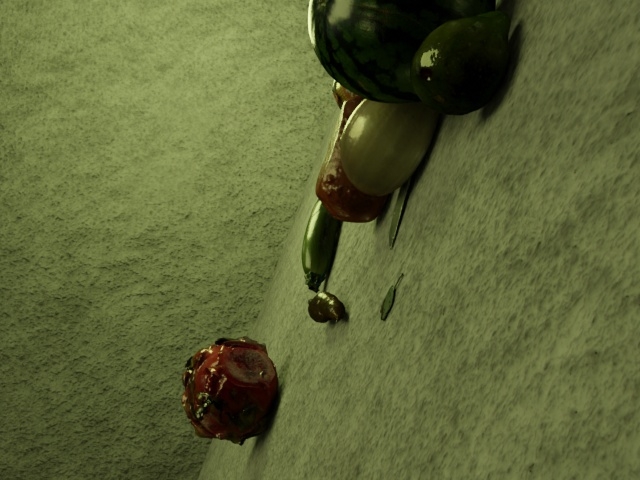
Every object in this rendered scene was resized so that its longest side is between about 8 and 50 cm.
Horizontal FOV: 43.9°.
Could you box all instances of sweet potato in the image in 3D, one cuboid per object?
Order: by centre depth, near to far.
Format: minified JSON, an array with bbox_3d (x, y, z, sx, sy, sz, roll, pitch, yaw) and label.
[{"bbox_3d":[0.010,0.139,1.628,0.274,0.067,0.067,170,120,-80],"label":"sweet potato"}]

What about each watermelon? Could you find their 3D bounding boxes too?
[{"bbox_3d":[0.123,-0.349,1.228,0.285,0.285,0.285,-160,90,-83],"label":"watermelon"}]

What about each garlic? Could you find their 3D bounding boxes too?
[{"bbox_3d":[0.128,-0.192,1.388,0.245,0.145,0.164,-57,-7,10],"label":"garlic"}]

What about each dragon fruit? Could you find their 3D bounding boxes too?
[{"bbox_3d":[-0.241,0.411,2.077,0.291,0.250,0.269,-58,31,34],"label":"dragon fruit"}]

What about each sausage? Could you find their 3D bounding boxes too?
[{"bbox_3d":[0.083,-0.166,1.586,0.153,0.141,0.268,134,153,-72],"label":"sausage"}]

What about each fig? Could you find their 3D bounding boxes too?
[{"bbox_3d":[0.198,-0.252,1.075,0.156,0.123,0.123,-59,4,-17],"label":"fig"}]

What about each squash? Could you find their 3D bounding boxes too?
[{"bbox_3d":[-0.001,0.001,2.008,0.087,0.087,0.331,118,168,-48],"label":"squash"}]

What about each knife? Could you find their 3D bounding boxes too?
[{"bbox_3d":[0.156,-0.120,1.409,0.047,0.017,0.298,-26,43,66],"label":"knife"}]

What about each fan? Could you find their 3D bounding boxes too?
[{"bbox_3d":[0.111,0.085,1.238,0.056,0.004,0.083,-84,16,-62],"label":"fan"}]

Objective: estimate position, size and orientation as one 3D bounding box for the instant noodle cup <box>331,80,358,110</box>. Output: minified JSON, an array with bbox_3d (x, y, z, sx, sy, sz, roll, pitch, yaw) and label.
[{"bbox_3d":[0.136,-0.366,1.740,0.185,0.168,0.168,-47,23,55],"label":"instant noodle cup"}]
